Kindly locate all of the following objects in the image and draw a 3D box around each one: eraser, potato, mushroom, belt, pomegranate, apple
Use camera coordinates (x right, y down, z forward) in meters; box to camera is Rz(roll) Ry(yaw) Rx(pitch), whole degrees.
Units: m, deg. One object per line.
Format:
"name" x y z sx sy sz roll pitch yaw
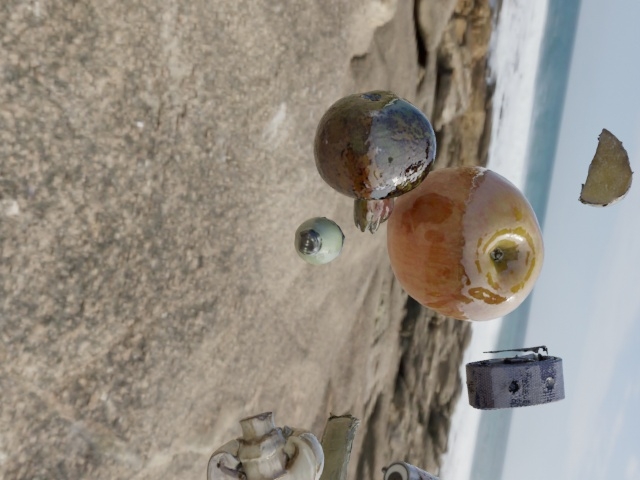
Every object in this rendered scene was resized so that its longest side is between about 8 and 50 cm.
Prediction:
"eraser" 0.282 0.631 1.734 0.290 0.171 0.087 35 99 -37
"potato" 0.644 -0.149 1.609 0.089 0.100 0.172 25 81 -65
"mushroom" -0.120 0.473 1.589 0.189 0.253 0.195 79 -3 -83
"belt" 0.436 0.306 1.626 0.139 0.230 0.126 169 -83 -73
"pomegranate" 0.118 -0.167 1.657 0.285 0.284 0.341 -55 150 -54
"apple" 0.366 0.010 1.815 0.391 0.346 0.392 -3 97 -30

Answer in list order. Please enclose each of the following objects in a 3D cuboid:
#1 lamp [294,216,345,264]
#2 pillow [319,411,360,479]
"lamp" 0.000 0.000 1.500 0.250 0.101 0.101 -13 112 -77
"pillow" 0.037 0.539 1.851 0.053 0.119 0.208 34 57 -28
